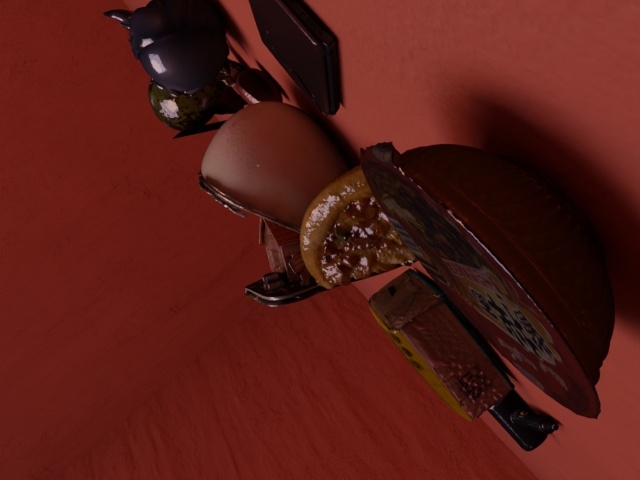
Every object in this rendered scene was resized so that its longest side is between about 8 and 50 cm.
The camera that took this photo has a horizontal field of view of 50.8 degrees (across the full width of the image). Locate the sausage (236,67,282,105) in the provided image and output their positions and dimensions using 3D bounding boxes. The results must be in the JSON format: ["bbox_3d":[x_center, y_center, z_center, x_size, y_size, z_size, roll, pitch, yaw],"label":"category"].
[{"bbox_3d":[-0.108,-0.264,1.191,0.094,0.059,0.054,44,-171,14],"label":"sausage"}]

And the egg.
[{"bbox_3d":[-0.042,-0.122,1.104,0.287,0.174,0.264,18,-162,-37],"label":"egg"}]

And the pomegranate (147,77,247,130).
[{"bbox_3d":[-0.297,-0.365,1.659,0.248,0.214,0.214,12,-161,-31],"label":"pomegranate"}]

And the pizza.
[{"bbox_3d":[0.069,-0.003,0.963,0.197,0.058,0.292,16,141,-10],"label":"pizza"}]

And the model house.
[{"bbox_3d":[0.001,0.000,1.240,0.207,0.294,0.153,-173,68,-70],"label":"model house"}]

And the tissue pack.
[{"bbox_3d":[0.232,0.204,1.331,0.270,0.134,0.192,51,177,-19],"label":"tissue pack"}]

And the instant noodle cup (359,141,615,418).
[{"bbox_3d":[0.149,0.008,0.540,0.274,0.091,0.274,50,177,4],"label":"instant noodle cup"}]

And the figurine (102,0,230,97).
[{"bbox_3d":[-0.252,-0.356,1.189,0.197,0.175,0.265,59,-178,-13],"label":"figurine"}]

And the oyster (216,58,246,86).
[{"bbox_3d":[-0.172,-0.327,1.331,0.148,0.051,0.103,22,-173,-14],"label":"oyster"}]

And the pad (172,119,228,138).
[{"bbox_3d":[-0.251,-0.279,1.637,0.300,0.202,0.005,-162,59,-74],"label":"pad"}]

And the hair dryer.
[{"bbox_3d":[0.426,0.372,1.344,0.128,0.070,0.255,49,172,2],"label":"hair dryer"}]

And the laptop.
[{"bbox_3d":[-0.032,-0.238,0.791,0.154,0.026,0.207,51,176,9],"label":"laptop"}]
